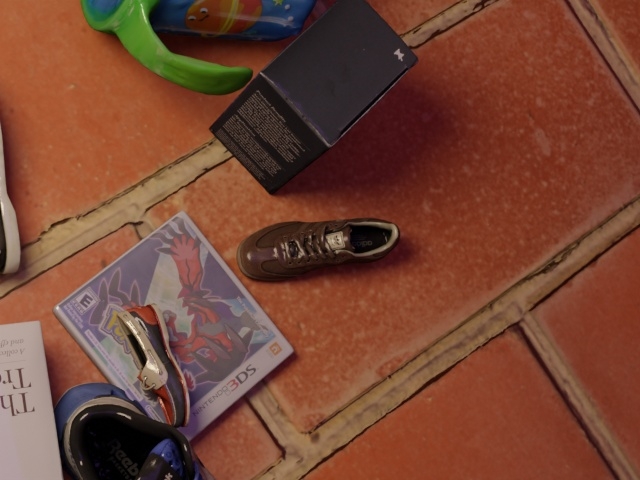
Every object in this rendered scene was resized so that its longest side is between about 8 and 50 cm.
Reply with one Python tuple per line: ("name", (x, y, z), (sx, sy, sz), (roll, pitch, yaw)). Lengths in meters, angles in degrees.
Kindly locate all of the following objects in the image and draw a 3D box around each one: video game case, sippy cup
("video game case", (-0.155, 0.097, 1.456), (0.183, 0.023, 0.201), (-39, 92, -25))
("sippy cup", (-0.120, -0.320, 1.482), (0.224, 0.240, 0.305), (9, 100, -29))

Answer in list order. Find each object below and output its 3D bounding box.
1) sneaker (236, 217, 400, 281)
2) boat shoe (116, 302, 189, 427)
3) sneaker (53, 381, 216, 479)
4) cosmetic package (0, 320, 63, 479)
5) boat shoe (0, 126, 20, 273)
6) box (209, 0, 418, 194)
("sneaker", (0.000, 0.000, 1.514), (0.188, 0.071, 0.066), (-10, 80, -23))
("boat shoe", (-0.172, 0.132, 1.401), (0.043, 0.049, 0.137), (-12, 77, -32))
("sneaker", (-0.145, 0.268, 1.318), (0.315, 0.182, 0.127), (44, 80, -4))
("cosmetic package", (-0.435, 0.240, 1.272), (0.377, 0.097, 0.284), (-7, 80, -23))
("boat shoe", (-0.363, -0.074, 1.390), (0.068, 0.081, 0.228), (-9, 82, -27))
("box", (-0.011, -0.158, 1.477), (0.108, 0.207, 0.153), (47, 65, -4))
